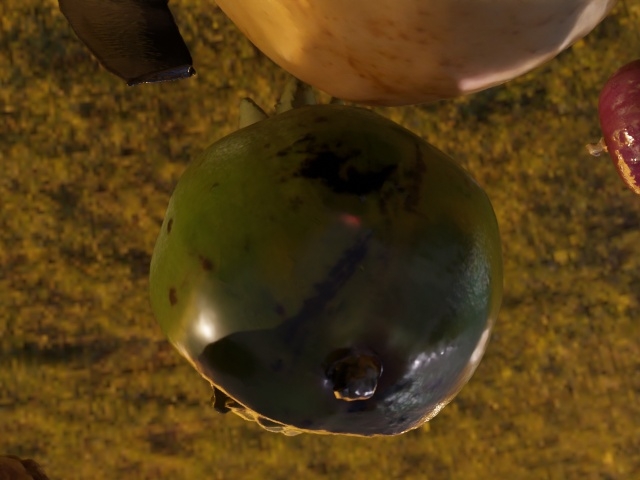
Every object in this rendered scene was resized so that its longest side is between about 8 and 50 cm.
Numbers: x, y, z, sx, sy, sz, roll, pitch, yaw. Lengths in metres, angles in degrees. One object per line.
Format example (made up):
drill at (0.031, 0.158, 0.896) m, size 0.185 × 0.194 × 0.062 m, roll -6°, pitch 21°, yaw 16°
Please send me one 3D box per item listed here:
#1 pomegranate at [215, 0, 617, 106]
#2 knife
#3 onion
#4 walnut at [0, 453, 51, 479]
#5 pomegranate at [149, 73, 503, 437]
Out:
pomegranate at (0.058, -0.256, 0.806) m, size 0.342 × 0.343 × 0.342 m, roll -8°, pitch 155°, yaw -4°
knife at (-0.095, -0.108, 0.637) m, size 0.060 × 0.230 × 0.028 m, roll 3°, pitch 114°, yaw -14°
onion at (0.405, -0.134, 1.617) m, size 0.153 × 0.177 × 0.177 m, roll -10°, pitch 155°, yaw 2°
walnut at (-0.253, 0.237, 0.828) m, size 0.245 × 0.198 × 0.198 m, roll -50°, pitch 162°, yaw -17°
pomegranate at (0.000, 0.000, 1.007) m, size 0.260 × 0.341 × 0.260 m, roll -8°, pitch 139°, yaw -7°
